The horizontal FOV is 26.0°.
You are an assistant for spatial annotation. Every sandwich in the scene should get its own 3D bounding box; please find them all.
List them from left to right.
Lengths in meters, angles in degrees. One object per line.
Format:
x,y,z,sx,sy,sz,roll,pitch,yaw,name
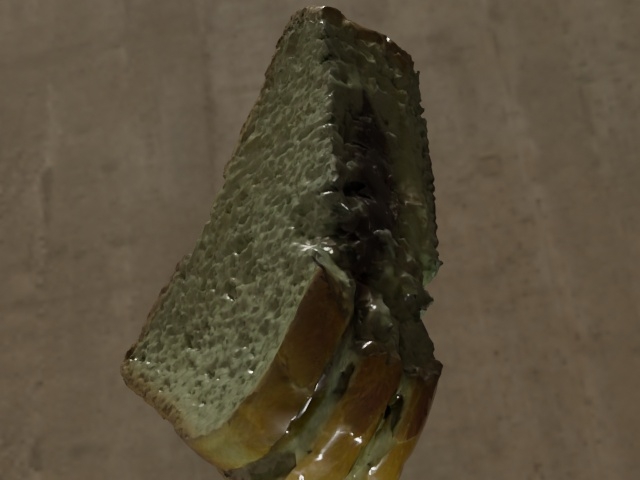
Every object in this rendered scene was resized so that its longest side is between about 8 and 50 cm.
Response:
0.004,0.002,0.801,0.288,0.099,0.254,-65,22,-5,sandwich
